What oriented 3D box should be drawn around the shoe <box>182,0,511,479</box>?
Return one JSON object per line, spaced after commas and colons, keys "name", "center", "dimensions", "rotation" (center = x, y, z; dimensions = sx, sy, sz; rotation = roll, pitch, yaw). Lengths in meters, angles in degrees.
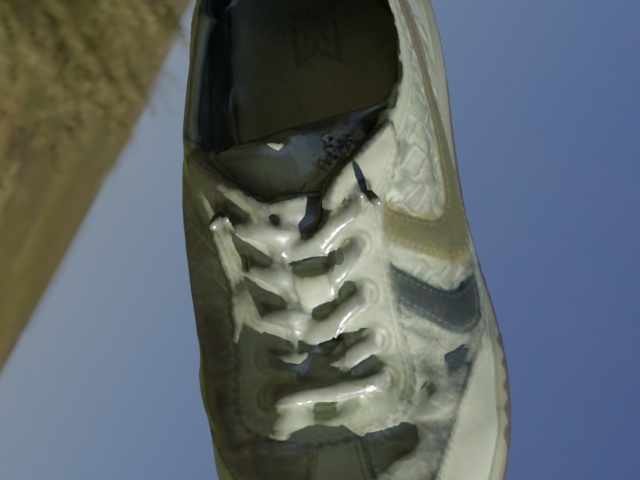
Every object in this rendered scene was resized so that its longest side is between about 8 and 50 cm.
{"name": "shoe", "center": [0.000, 0.000, 0.662], "dimensions": [0.098, 0.103, 0.274], "rotation": [51, 29, -68]}
